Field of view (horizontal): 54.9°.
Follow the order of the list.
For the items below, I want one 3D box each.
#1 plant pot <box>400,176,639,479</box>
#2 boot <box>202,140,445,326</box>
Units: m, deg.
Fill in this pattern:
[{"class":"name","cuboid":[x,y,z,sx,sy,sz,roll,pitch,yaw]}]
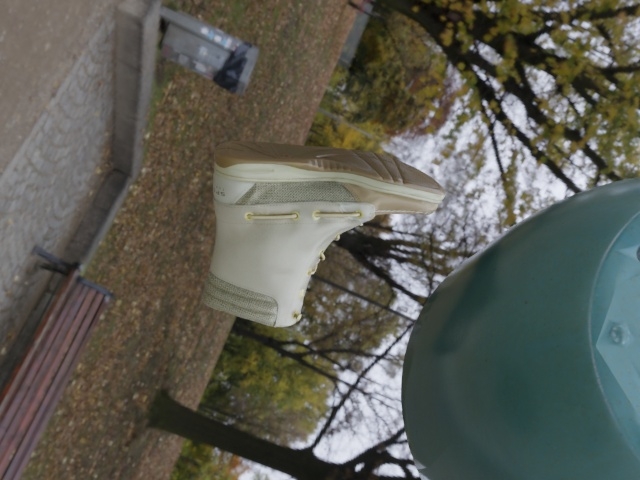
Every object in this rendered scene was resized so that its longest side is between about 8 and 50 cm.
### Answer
[{"class":"plant pot","cuboid":[0.214,0.093,0.398,0.235,0.293,0.293,95,16,-70]},{"class":"boot","cuboid":[0.000,0.000,0.711,0.095,0.262,0.203,-118,-145,-61]}]
